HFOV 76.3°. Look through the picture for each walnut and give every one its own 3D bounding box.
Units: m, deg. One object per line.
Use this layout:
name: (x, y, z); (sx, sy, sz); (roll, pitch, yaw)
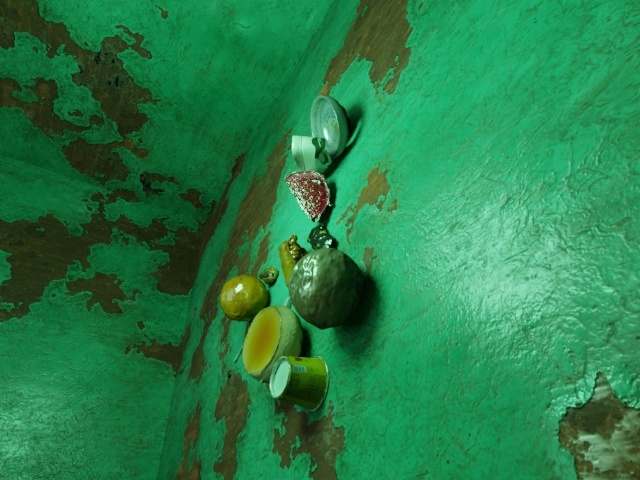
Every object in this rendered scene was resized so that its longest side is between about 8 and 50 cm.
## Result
walnut: (0.018, 0.156, 1.323); (0.273, 0.226, 0.274); (-35, 48, 51)

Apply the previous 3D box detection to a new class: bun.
bun: (-0.165, 0.408, 1.577); (0.299, 0.164, 0.299); (-38, 39, 39)

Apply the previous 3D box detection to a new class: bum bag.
bum bag: (0.000, 0.000, 1.660); (0.107, 0.060, 0.232); (-54, 30, 12)

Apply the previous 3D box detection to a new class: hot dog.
hot dog: (-0.079, 0.103, 1.649); (0.117, 0.158, 0.349); (-43, 29, 13)
hot dog: (-0.263, 0.175, 2.057); (0.140, 0.060, 0.090); (0, 68, 67)

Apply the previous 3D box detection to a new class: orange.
orange: (-0.373, 0.285, 2.000); (0.240, 0.239, 0.240); (-43, 37, 44)

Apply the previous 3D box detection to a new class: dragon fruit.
dragon fruit: (-0.020, -0.197, 1.777); (0.161, 0.126, 0.274); (-36, 66, 8)

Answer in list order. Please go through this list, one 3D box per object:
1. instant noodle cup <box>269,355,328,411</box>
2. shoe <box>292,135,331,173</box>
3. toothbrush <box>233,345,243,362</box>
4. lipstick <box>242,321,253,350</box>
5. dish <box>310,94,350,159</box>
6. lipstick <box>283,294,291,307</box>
instant noodle cup: (-0.079, 0.474, 1.382); (0.182, 0.144, 0.182); (-44, 35, 43)
shoe: (-0.027, -0.347, 1.835); (0.363, 0.160, 0.132); (75, -165, -67)
toothbrush: (-0.405, 0.564, 2.112); (0.204, 0.017, 0.022); (-59, 38, 22)
lipstick: (-0.354, 0.481, 2.035); (0.045, 0.045, 0.146); (-34, 43, 48)
dish: (0.071, -0.505, 1.797); (0.273, 0.133, 0.274); (50, 149, 46)
lipstick: (-0.131, 0.246, 1.786); (0.025, 0.025, 0.107); (4, 69, 64)
